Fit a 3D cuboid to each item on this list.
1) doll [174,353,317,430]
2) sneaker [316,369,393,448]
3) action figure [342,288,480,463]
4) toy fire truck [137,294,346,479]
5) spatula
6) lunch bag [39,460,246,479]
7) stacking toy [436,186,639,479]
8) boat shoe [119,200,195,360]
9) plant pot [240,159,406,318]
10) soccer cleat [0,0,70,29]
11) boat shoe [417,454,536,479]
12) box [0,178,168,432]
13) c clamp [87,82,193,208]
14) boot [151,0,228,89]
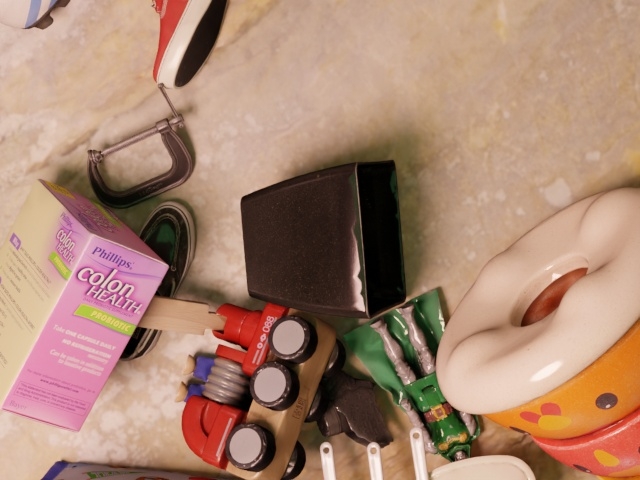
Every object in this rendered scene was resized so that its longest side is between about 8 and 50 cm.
[{"bbox_3d":[-0.094,0.213,1.726,0.189,0.046,0.129,16,87,-1],"label":"doll"},{"bbox_3d":[0.030,0.196,1.711,0.089,0.051,0.170,-11,70,-19],"label":"sneaker"},{"bbox_3d":[0.142,0.197,1.699,0.137,0.063,0.232,-27,94,3],"label":"action figure"},{"bbox_3d":[-0.128,0.167,1.647,0.246,0.158,0.217,17,82,29],"label":"toy fire truck"},{"bbox_3d":[0.075,0.365,1.642,0.168,0.019,0.242,-10,81,13],"label":"spatula"},{"bbox_3d":[-0.230,0.426,1.582,0.328,0.385,0.238,2,93,5],"label":"lunch bag"},{"bbox_3d":[0.408,0.203,1.584,0.350,0.350,0.480,-43,104,6],"label":"stacking toy"},{"bbox_3d":[-0.221,0.056,1.718,0.078,0.070,0.219,16,95,4],"label":"boat shoe"},{"bbox_3d":[0.000,0.000,1.646,0.167,0.188,0.187,-4,93,17],"label":"plant pot"},{"bbox_3d":[-0.327,-0.404,1.631,0.331,0.143,0.116,-47,47,19],"label":"soccer cleat"},{"bbox_3d":[0.139,0.363,1.685,0.305,0.091,0.109,-30,79,8],"label":"boat shoe"},{"bbox_3d":[-0.332,0.078,1.649,0.117,0.213,0.243,24,97,-36],"label":"box"},{"bbox_3d":[-0.241,-0.116,1.716,0.161,0.022,0.137,-28,118,8],"label":"c clamp"},{"bbox_3d":[-0.212,-0.330,1.696,0.176,0.088,0.244,20,96,12],"label":"boot"}]
